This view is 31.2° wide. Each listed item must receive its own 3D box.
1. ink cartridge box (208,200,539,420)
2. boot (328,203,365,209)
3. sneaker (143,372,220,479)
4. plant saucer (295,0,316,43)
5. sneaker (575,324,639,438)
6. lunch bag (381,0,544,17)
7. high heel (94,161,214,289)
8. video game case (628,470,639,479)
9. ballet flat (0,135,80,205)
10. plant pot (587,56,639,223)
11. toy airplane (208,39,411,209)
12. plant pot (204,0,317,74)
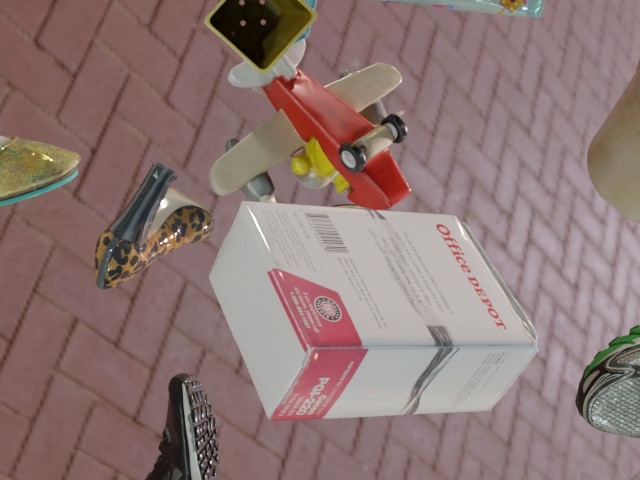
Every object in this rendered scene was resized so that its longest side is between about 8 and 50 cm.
[{"bbox_3d":[0.042,0.055,0.916,0.218,0.092,0.158,2,43,-31],"label":"ink cartridge box"},{"bbox_3d":[0.000,0.000,2.284,0.137,0.198,0.076,-84,152,-65],"label":"boot"},{"bbox_3d":[-0.205,0.328,1.580,0.107,0.124,0.283,13,69,-80],"label":"sneaker"},{"bbox_3d":[-0.029,-0.334,1.551,0.067,0.192,0.018,-34,68,-30],"label":"plant saucer"},{"bbox_3d":[0.432,0.164,1.173,0.146,0.344,0.134,-57,137,-54],"label":"sneaker"},{"bbox_3d":[0.180,-0.402,1.449,0.262,0.224,0.160,-79,176,-54],"label":"lunch bag"},{"bbox_3d":[-0.242,0.011,1.644,0.186,0.093,0.261,-61,163,-11],"label":"high heel"},{"bbox_3d":[0.383,0.356,1.256,0.206,0.227,0.026,31,43,-1],"label":"video game case"},{"bbox_3d":[-0.456,-0.070,1.337,0.123,0.349,0.123,-18,90,-78],"label":"ballet flat"},{"bbox_3d":[0.638,-0.191,2.023,0.334,0.305,0.333,8,61,-15],"label":"plant pot"},{"bbox_3d":[-0.021,-0.217,2.277,0.386,0.272,0.384,4,54,-6],"label":"toy airplane"},{"bbox_3d":[-0.064,-0.226,1.153,0.081,0.083,0.081,41,94,-17],"label":"plant pot"}]
